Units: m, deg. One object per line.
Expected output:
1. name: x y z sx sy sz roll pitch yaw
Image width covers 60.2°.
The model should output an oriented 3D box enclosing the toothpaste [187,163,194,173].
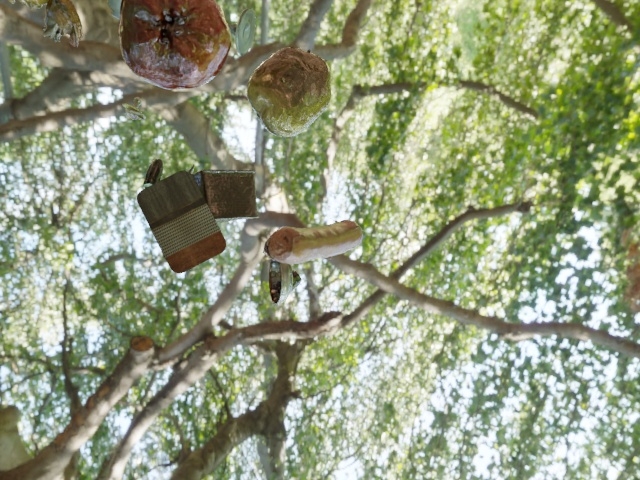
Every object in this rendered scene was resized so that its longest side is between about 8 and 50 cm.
1. toothpaste: -0.487 -0.178 1.916 0.035 0.197 0.057 30 160 -17

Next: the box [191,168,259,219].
1. box: -0.327 -0.124 1.662 0.184 0.143 0.273 -6 -179 -40

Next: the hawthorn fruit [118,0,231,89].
1. hawthorn fruit: -0.235 -0.341 0.921 0.185 0.185 0.202 4 -168 -2

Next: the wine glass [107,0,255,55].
1. wine glass: -0.297 -0.457 1.269 0.310 0.264 0.096 17 -108 9

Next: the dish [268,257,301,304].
1. dish: -0.091 0.108 1.544 0.078 0.141 0.141 0 -152 -20

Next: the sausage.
1. sausage: 0.000 0.000 1.405 0.094 0.094 0.419 38 -159 19

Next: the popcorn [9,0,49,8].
1. popcorn: -0.715 -0.682 1.313 0.250 0.190 0.250 41 -155 -24

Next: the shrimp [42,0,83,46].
1. shrimp: -0.648 -0.513 1.362 0.066 0.117 0.262 -20 -175 -31

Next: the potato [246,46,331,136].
1. potato: -0.067 -0.386 1.385 0.191 0.141 0.296 44 -131 -13

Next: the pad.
1. pad: -0.440 -0.015 1.450 0.323 0.250 0.055 -27 -179 -22

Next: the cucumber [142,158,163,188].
1. cucumber: -0.508 -0.206 1.688 0.048 0.048 0.105 9 -109 7

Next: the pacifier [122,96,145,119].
1. pacifier: -0.540 -0.390 1.620 0.068 0.064 0.083 19 170 -1
